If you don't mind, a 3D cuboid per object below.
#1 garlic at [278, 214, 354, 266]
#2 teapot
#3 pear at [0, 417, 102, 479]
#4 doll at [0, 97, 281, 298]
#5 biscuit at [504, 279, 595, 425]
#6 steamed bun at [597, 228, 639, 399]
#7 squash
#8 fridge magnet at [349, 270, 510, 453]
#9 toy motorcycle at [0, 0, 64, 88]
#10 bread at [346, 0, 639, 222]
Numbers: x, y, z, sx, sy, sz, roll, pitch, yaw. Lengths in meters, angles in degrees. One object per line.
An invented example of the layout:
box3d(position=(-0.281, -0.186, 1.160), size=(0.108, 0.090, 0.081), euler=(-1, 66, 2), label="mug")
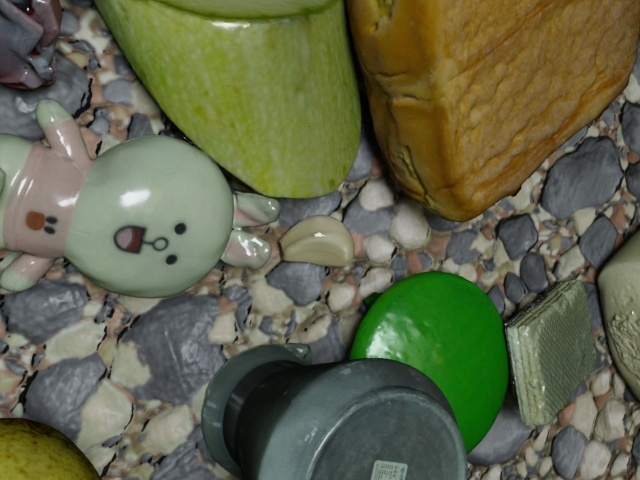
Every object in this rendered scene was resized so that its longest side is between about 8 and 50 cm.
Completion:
box3d(position=(0.000, 0.001, 0.657), size=(0.083, 0.041, 0.053), euler=(3, 130, -25), label="garlic")
box3d(position=(-0.009, 0.184, 0.550), size=(0.171, 0.225, 0.203), euler=(23, 80, -26), label="teapot")
box3d(position=(-0.233, 0.208, 0.444), size=(0.197, 0.197, 0.197), euler=(-1, 91, -30), label="pear")
box3d(position=(-0.169, -0.026, 0.522), size=(0.275, 0.113, 0.154), euler=(2, 112, -35), label="doll")
box3d(position=(0.276, 0.126, 0.782), size=(0.199, 0.041, 0.121), euler=(-20, 102, -51), label="biscuit")
box3d(position=(0.492, 0.094, 0.877), size=(0.200, 0.155, 0.250), euler=(-30, 108, -26), label="steamed bun")
box3d(position=(-0.068, -0.151, 0.595), size=(0.237, 0.204, 0.155), euler=(-15, 137, -27), label="squash")
box3d(position=(0.114, 0.135, 0.697), size=(0.208, 0.088, 0.207), euler=(0, 90, -31), label="fridge magnet")
box3d(position=(-0.204, -0.182, 0.471), size=(0.118, 0.213, 0.084), euler=(35, 34, -42), label="toy motorcycle")
box3d(position=(0.165, -0.226, 0.642), size=(0.337, 0.148, 0.328), euler=(-42, 132, -20), label="bread")
